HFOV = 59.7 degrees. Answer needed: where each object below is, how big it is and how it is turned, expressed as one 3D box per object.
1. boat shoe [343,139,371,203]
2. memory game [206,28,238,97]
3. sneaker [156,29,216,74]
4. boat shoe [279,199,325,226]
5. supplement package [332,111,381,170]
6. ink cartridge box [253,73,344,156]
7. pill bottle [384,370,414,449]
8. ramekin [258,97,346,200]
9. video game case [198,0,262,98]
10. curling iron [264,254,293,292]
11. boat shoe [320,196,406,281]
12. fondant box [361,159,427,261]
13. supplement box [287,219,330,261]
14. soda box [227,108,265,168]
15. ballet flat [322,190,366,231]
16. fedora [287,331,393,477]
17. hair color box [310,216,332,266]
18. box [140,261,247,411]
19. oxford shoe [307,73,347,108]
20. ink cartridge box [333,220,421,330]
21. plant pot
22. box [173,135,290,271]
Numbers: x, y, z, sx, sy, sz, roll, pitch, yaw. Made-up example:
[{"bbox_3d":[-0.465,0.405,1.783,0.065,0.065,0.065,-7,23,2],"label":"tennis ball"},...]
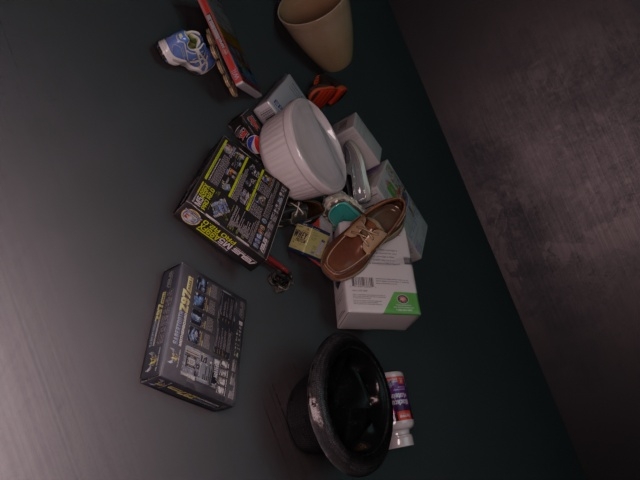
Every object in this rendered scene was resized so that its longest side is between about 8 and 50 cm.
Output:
[{"bbox_3d":[0.106,-0.232,1.904,0.081,0.079,0.228,-13,82,-18],"label":"boat shoe"},{"bbox_3d":[-0.258,-0.464,1.463,0.186,0.012,0.186,-22,90,-86],"label":"memory game"},{"bbox_3d":[-0.310,-0.466,1.376,0.080,0.081,0.211,63,22,-2],"label":"sneaker"},{"bbox_3d":[-0.075,-0.083,1.502,0.233,0.079,0.084,2,67,-56],"label":"boat shoe"},{"bbox_3d":[0.130,-0.347,2.005,0.179,0.105,0.105,49,32,-28],"label":"supplement package"},{"bbox_3d":[-0.046,-0.352,1.757,0.324,0.071,0.330,53,33,-22],"label":"ink cartridge box"},{"bbox_3d":[0.193,0.463,1.515,0.108,0.108,0.194,21,52,-53],"label":"pill bottle"},{"bbox_3d":[-0.051,-0.231,1.485,0.273,0.127,0.273,40,39,-43],"label":"ramekin"},{"bbox_3d":[-0.251,-0.539,1.528,0.285,0.025,0.204,65,10,-1],"label":"video game case"},{"bbox_3d":[-0.153,0.035,1.324,0.274,0.035,0.068,47,34,-32],"label":"curling iron"},{"bbox_3d":[0.120,-0.017,1.515,0.123,0.116,0.324,38,58,13],"label":"boat shoe"},{"bbox_3d":[0.274,-0.105,2.083,0.330,0.096,0.238,56,30,-19],"label":"fondant box"},{"bbox_3d":[-0.030,0.002,1.494,0.083,0.056,0.083,24,86,-52],"label":"supplement box"},{"bbox_3d":[-0.171,-0.262,1.493,0.169,0.053,0.060,54,31,-20],"label":"soda box"},{"bbox_3d":[0.146,-0.020,1.778,0.409,0.146,0.147,48,33,-29],"label":"ballet flat"},{"bbox_3d":[0.029,0.373,1.260,0.334,0.152,0.334,39,39,-40],"label":"fedora"},{"bbox_3d":[0.000,0.000,1.599,0.072,0.043,0.141,40,37,-39],"label":"hair color box"},{"bbox_3d":[-0.232,0.184,1.059,0.183,0.059,0.233,39,40,-41],"label":"box"},{"bbox_3d":[0.002,-0.532,1.967,0.098,0.097,0.271,46,25,4],"label":"oxford shoe"},{"bbox_3d":[0.149,0.100,1.593,0.211,0.122,0.289,4,58,-12],"label":"ink cartridge box"},{"bbox_3d":[0.018,-0.754,2.010,0.274,0.256,0.257,55,27,-51],"label":"plant pot"},{"bbox_3d":[-0.192,-0.091,1.282,0.216,0.060,0.270,38,37,-20],"label":"box"}]
